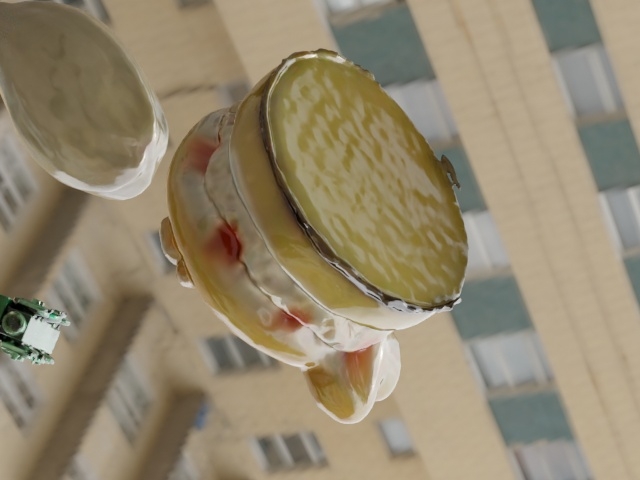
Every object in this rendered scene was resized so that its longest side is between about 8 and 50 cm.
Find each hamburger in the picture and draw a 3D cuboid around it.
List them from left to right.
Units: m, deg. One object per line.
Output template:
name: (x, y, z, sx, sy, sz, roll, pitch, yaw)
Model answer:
hamburger: (0.000, 0.000, 1.637, 0.186, 0.303, 0.261, -38, -172, 34)

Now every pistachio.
pistachio: (-0.343, -0.202, 2.537, 0.226, 0.332, 0.208, -34, -175, 44)

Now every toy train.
toy train: (-0.341, 0.094, 2.027, 0.104, 0.178, 0.071, 19, -97, 6)
